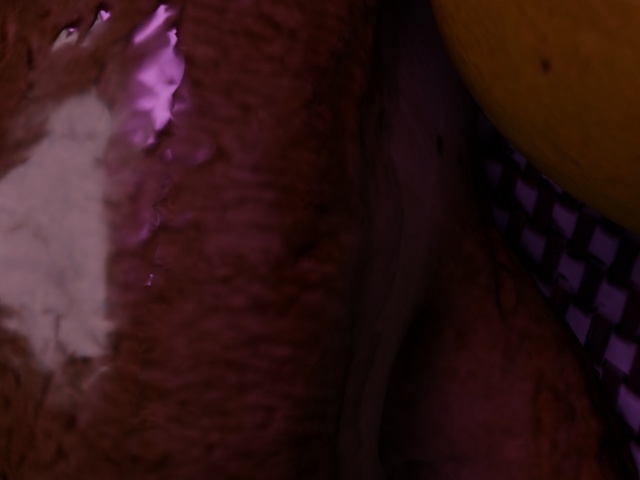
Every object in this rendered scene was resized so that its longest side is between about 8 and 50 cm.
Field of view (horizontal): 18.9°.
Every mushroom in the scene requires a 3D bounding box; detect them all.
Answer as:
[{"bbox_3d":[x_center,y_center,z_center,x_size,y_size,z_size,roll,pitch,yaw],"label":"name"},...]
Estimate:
[{"bbox_3d":[-0.025,-0.001,0.670,0.345,0.239,0.345,170,90,-79],"label":"mushroom"}]

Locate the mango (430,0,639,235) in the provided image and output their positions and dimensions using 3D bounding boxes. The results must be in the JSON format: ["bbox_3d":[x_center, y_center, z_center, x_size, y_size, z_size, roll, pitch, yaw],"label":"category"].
[{"bbox_3d":[0.149,-0.091,0.489,0.317,0.173,0.211,18,98,57],"label":"mango"}]
